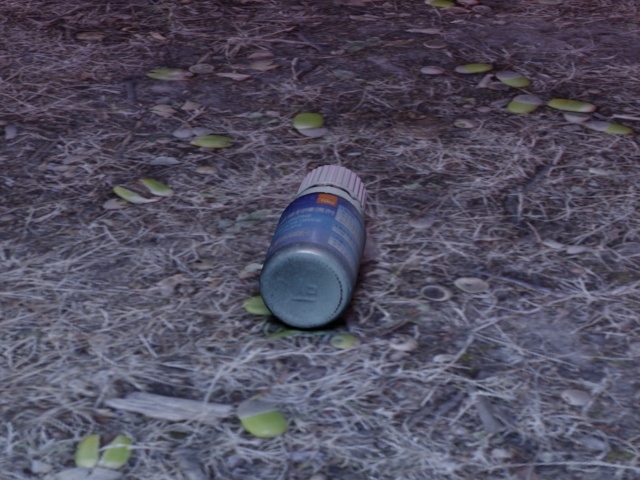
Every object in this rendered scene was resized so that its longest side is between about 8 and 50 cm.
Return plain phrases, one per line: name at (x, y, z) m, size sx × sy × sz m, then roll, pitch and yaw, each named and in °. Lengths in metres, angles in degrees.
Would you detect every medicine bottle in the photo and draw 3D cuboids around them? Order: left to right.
medicine bottle at (0.000, 0.000, 1.467) m, size 0.083 × 0.083 × 0.203 m, roll 5°, pitch 25°, yaw 7°
